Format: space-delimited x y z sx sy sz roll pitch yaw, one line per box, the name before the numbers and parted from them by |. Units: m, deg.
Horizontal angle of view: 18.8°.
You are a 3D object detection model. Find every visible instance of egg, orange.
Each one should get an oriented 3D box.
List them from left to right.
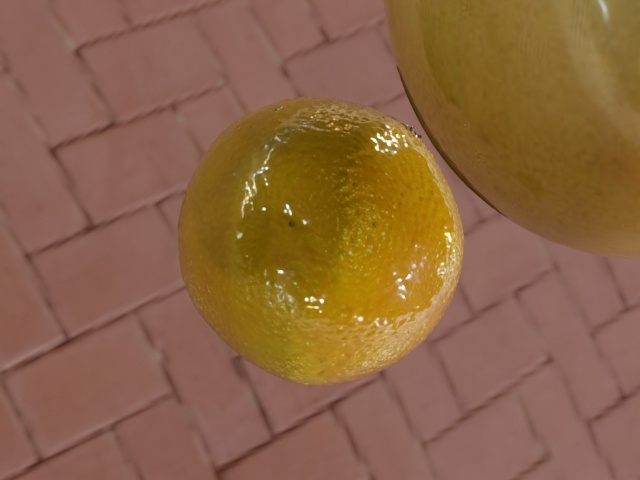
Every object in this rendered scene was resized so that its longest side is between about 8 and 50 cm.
orange | 0.000 0.000 1.447 0.236 0.236 0.236 19 59 -35
egg | 0.153 -0.145 0.902 0.250 0.250 0.322 -36 137 -45
